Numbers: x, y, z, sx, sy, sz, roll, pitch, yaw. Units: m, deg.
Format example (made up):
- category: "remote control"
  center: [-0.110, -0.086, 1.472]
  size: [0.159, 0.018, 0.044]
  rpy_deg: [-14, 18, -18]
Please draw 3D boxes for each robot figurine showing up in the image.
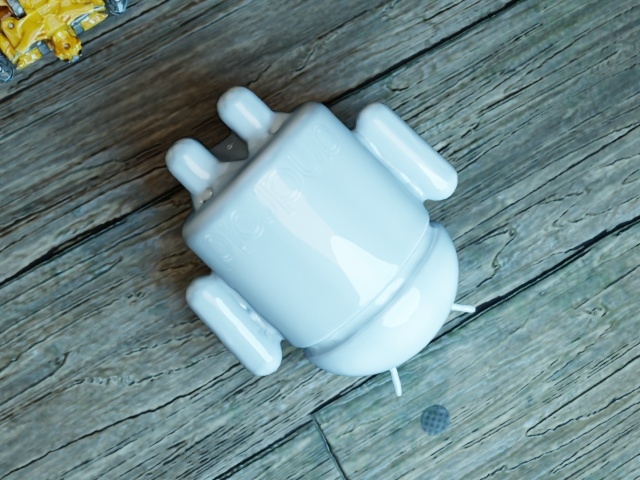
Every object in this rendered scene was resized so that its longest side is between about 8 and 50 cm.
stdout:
- category: "robot figurine"
  center: [0.000, 0.000, 0.966]
  size: [0.353, 0.200, 0.300]
  rpy_deg: [44, 94, -11]
- category: "robot figurine"
  center: [-0.325, -0.305, 0.941]
  size: [0.211, 0.085, 0.291]
  rpy_deg: [-33, 98, -8]
